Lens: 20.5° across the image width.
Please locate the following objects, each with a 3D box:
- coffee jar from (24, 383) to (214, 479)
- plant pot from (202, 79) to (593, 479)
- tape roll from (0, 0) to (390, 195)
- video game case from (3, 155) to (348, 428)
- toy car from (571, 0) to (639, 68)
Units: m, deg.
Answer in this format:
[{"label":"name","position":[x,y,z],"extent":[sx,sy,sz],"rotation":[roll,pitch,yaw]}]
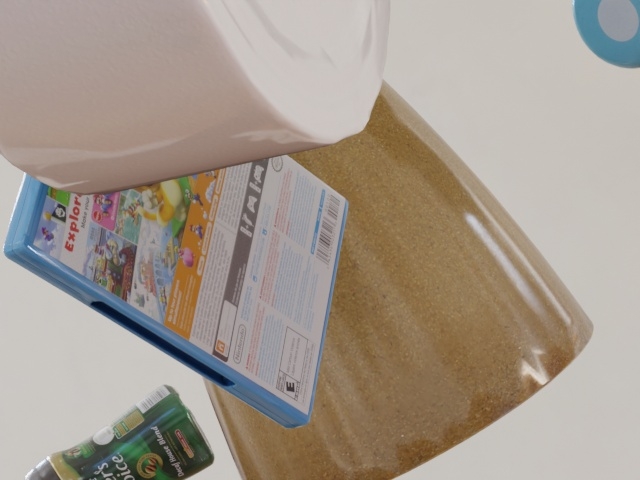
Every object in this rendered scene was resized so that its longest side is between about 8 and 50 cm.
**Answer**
[{"label":"coffee jar","position":[-0.208,0.235,1.834],"extent":[0.184,0.096,0.079],"rotation":[-32,25,-10]},{"label":"plant pot","position":[0.000,0.000,1.080],"extent":[0.237,0.254,0.237],"rotation":[-30,4,3]},{"label":"tape roll","position":[-0.066,-0.164,0.632],"extent":[0.100,0.286,0.286],"rotation":[-11,1,19]},{"label":"video game case","position":[-0.055,-0.007,0.757],"extent":[0.015,0.166,0.119],"rotation":[-18,49,39]},{"label":"toy car","position":[0.187,-0.249,1.134],"extent":[0.219,0.238,0.210],"rotation":[-29,-48,-40]}]
